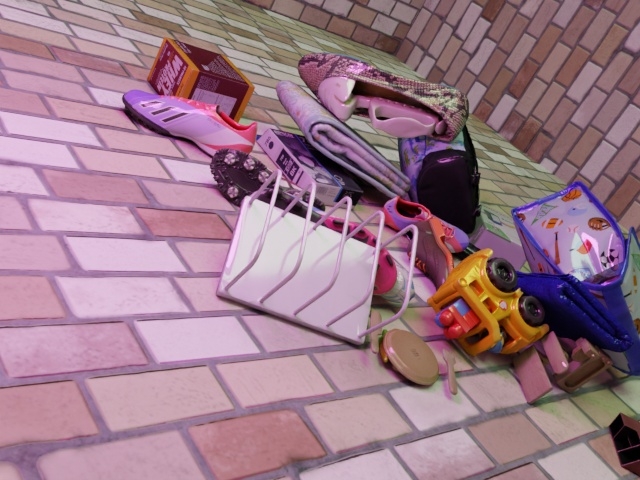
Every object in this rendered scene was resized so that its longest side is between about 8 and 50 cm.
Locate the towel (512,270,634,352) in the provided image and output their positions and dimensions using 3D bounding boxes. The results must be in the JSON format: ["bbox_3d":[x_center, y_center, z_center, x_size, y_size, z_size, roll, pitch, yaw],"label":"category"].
[{"bbox_3d":[0.518,0.142,1.543,0.228,0.076,0.308,38,-8,-14],"label":"towel"}]

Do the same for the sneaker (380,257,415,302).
[{"bbox_3d":[0.113,0.054,1.479,0.086,0.085,0.237,44,4,-47],"label":"sneaker"}]

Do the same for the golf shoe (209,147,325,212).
[{"bbox_3d":[-0.119,-0.109,1.525,0.273,0.105,0.120,32,8,-10],"label":"golf shoe"}]

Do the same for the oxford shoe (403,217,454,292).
[{"bbox_3d":[0.258,0.053,1.650,0.099,0.096,0.271,-7,37,1],"label":"oxford shoe"}]

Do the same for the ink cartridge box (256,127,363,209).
[{"bbox_3d":[-0.041,-0.206,1.820,0.165,0.065,0.332,6,33,-42],"label":"ink cartridge box"}]

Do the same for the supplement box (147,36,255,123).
[{"bbox_3d":[-0.315,-0.413,1.834,0.194,0.129,0.191,7,33,-42],"label":"supplement box"}]

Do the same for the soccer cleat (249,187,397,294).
[{"bbox_3d":[0.000,0.000,1.388,0.331,0.116,0.143,32,-13,-6],"label":"soccer cleat"}]

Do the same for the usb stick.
[{"bbox_3d":[0.317,-0.024,1.887,0.278,0.045,0.077,34,18,10],"label":"usb stick"}]

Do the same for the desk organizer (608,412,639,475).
[{"bbox_3d":[0.617,0.403,1.384,0.050,0.047,0.130,27,24,-1],"label":"desk organizer"}]

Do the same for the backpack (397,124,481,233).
[{"bbox_3d":[0.337,-0.230,2.005,0.274,0.290,0.355,0,46,19],"label":"backpack"}]

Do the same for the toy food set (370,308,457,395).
[{"bbox_3d":[0.161,0.213,1.268,0.192,0.038,0.132,30,30,-13],"label":"toy food set"}]

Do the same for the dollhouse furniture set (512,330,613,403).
[{"bbox_3d":[0.508,0.280,1.417,0.151,0.144,0.123,36,25,-22],"label":"dollhouse furniture set"}]

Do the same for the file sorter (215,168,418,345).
[{"bbox_3d":[0.000,0.026,1.181,0.278,0.173,0.192,22,60,-17],"label":"file sorter"}]

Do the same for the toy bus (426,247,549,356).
[{"bbox_3d":[0.327,0.159,1.424,0.220,0.149,0.211,52,47,4],"label":"toy bus"}]

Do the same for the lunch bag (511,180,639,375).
[{"bbox_3d":[0.657,0.095,1.667,0.327,0.239,0.385,57,12,-30],"label":"lunch bag"}]

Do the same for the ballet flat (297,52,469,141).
[{"bbox_3d":[0.148,-0.368,1.838,0.483,0.164,0.182,17,55,7],"label":"ballet flat"}]

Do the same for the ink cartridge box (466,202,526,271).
[{"bbox_3d":[0.505,-0.012,2.013,0.154,0.093,0.212,26,22,-8],"label":"ink cartridge box"}]

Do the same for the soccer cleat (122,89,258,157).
[{"bbox_3d":[-0.299,-0.288,1.621,0.318,0.116,0.108,26,24,-9],"label":"soccer cleat"}]

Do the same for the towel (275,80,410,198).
[{"bbox_3d":[0.056,-0.270,1.905,0.374,0.090,0.320,33,11,-33],"label":"towel"}]

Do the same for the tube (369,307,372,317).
[{"bbox_3d":[-0.002,0.087,1.301,0.240,0.062,0.070,24,53,-20],"label":"tube"}]

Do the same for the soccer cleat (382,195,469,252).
[{"bbox_3d":[0.276,-0.039,1.786,0.248,0.095,0.083,23,61,-6],"label":"soccer cleat"}]
